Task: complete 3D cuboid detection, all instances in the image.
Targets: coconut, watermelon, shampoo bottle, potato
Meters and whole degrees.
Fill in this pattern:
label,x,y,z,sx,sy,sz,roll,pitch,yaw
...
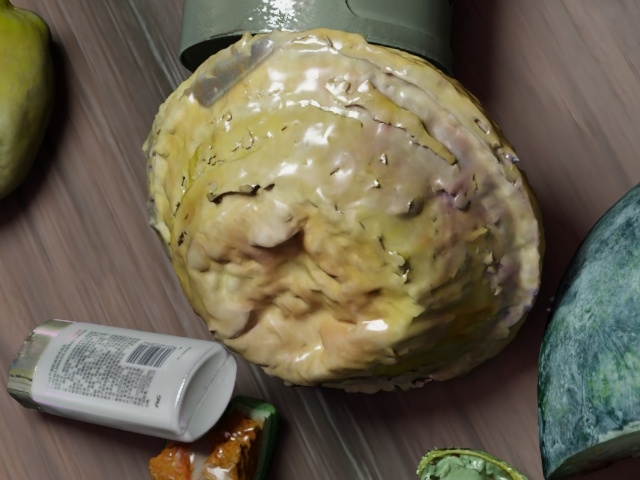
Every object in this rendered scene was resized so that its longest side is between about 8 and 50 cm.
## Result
label,x,y,z,sx,sy,sz,roll,pitch,yaw
coconut,0.135,0.250,1.417,0.133,0.055,0.158,9,85,17
watermelon,0.299,0.062,1.375,0.320,0.213,0.289,-47,27,44
shampoo bottle,-0.171,0.116,1.483,0.227,0.056,0.086,4,55,44
potato,-0.316,-0.124,1.577,0.154,0.137,0.200,28,92,20

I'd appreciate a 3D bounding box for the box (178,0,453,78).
label,x,y,z,sx,sy,sz,roll,pitch,yaw
box,0.001,-0.211,1.443,0.226,0.226,0.149,2,82,18

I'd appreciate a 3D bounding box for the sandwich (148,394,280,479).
label,x,y,z,sx,sy,sz,roll,pitch,yaw
sandwich,-0.104,0.218,1.447,0.109,0.160,0.185,15,90,2

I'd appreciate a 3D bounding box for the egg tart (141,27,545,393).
label,x,y,z,sx,sy,sz,roll,pitch,yaw
egg tart,0.000,0.000,1.375,0.352,0.150,0.352,14,131,17
